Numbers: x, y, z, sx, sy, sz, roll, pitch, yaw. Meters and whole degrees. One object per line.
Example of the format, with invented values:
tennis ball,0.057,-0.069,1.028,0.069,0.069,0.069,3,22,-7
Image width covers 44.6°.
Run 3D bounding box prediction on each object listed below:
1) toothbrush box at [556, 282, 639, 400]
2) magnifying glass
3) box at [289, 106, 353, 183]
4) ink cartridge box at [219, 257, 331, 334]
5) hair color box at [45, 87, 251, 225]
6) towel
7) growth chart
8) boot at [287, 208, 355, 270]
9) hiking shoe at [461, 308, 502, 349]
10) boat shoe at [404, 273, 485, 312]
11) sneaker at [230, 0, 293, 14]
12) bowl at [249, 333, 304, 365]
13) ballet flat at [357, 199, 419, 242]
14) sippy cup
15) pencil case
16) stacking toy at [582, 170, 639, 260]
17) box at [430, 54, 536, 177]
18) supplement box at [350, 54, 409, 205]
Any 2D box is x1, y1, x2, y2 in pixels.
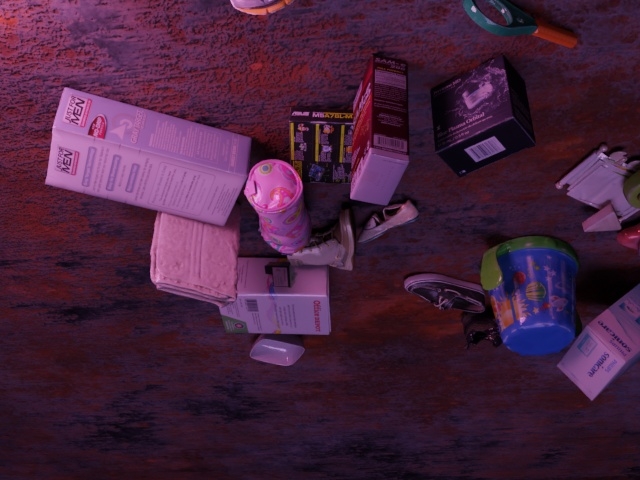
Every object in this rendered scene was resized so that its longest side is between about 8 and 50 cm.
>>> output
toothbrush box,0.753,0.230,1.918,0.295,0.126,0.216,-32,154,-24
magnifying glass,0.333,-0.361,1.289,0.231,0.092,0.026,10,141,-29
box,0.029,-0.187,1.576,0.184,0.045,0.190,4,146,2
ink cartridge box,-0.112,0.143,1.983,0.278,0.117,0.201,1,145,3
hair color box,-0.346,-0.161,1.574,0.374,0.113,0.185,13,143,-16
towel,-0.260,0.006,1.657,0.187,0.282,0.049,19,137,-23
growth chart,0.625,-0.117,1.658,0.237,0.021,0.172,23,139,-26
boot,0.000,0.000,1.814,0.165,0.077,0.213,3,148,2
hiking shoe,0.486,0.228,2.071,0.227,0.114,0.086,-22,139,30
boat shoe,0.321,0.138,1.992,0.219,0.070,0.078,9,144,-10
sneaker,-0.049,-0.426,1.219,0.215,0.084,0.083,-20,138,14
bowl,-0.126,0.306,2.269,0.142,0.053,0.142,14,143,-17
ballet flat,0.146,-0.047,1.770,0.168,0.057,0.052,-25,109,28
sippy cup,0.507,0.144,1.859,0.305,0.224,0.240,7,144,-5
pencil case,-0.084,-0.063,1.640,0.124,0.124,0.284,0,162,3
stacking toy,0.747,-0.029,1.656,0.279,0.130,0.309,7,145,-20
box,0.290,-0.223,1.409,0.156,0.158,0.093,-23,138,31
supplement box,0.105,-0.198,1.386,0.073,0.239,0.130,11,144,-9
